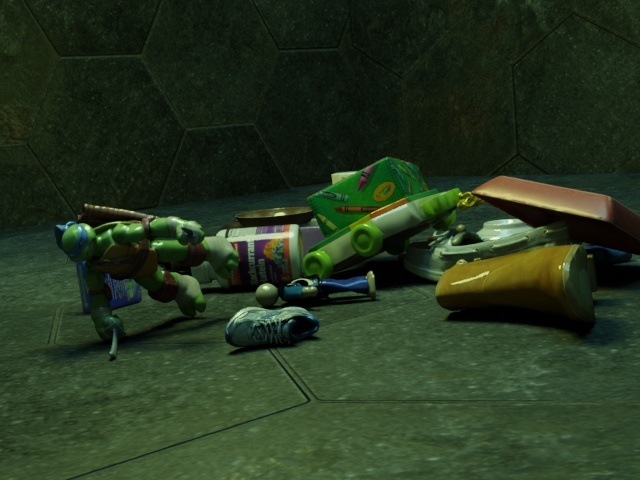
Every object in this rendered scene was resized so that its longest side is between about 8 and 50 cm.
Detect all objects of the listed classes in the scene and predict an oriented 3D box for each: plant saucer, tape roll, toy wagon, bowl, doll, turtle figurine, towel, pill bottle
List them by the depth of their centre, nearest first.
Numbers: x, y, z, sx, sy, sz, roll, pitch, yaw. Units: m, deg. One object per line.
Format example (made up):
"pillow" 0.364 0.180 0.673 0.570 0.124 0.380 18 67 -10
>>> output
"turtle figurine" -0.228 0.062 1.524 0.275 0.197 0.266 13 1 36
"doll" -0.009 0.077 1.685 0.189 0.046 0.129 -5 6 0
"plant saucer" 0.416 -0.040 1.725 0.258 0.047 0.259 16 -4 43
"towel" 0.472 0.025 1.840 0.120 0.029 0.067 -7 8 -17
"toy wagon" 0.133 -0.022 1.865 0.344 0.068 0.267 -31 -8 38
"pill bottle" -0.129 0.031 1.894 0.194 0.108 0.108 -5 7 5
"bowl" 0.330 0.006 1.899 0.170 0.080 0.170 -5 6 1
"plant saucer" -0.089 -0.045 2.169 0.169 0.029 0.168 -4 7 1
"tape roll" 0.000 0.000 2.186 0.189 0.080 0.189 -6 7 1

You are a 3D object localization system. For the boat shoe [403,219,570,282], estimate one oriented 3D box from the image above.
"boat shoe" 0.271 0.015 1.752 0.118 0.103 0.320 -11 9 -42

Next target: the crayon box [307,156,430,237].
"crayon box" 0.099 -0.076 1.969 0.165 0.081 0.278 -27 -6 15

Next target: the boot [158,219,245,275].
"boot" -0.239 0.014 2.185 0.207 0.090 0.248 -5 10 -20

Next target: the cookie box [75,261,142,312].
"cookie box" -0.359 0.069 1.811 0.040 0.091 0.107 -4 6 34

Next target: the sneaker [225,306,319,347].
"sneaker" -0.061 0.113 1.402 0.135 0.052 0.058 -10 12 -33

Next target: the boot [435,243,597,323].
"boot" 0.256 0.066 1.428 0.211 0.104 0.295 -8 0 17

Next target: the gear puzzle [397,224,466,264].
"gear puzzle" 0.244 0.010 2.068 0.176 0.044 0.339 -1 8 31

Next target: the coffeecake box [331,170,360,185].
"coffeecake box" 0.130 -0.108 2.731 0.186 0.142 0.068 -3 7 12

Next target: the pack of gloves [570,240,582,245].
"pack of gloves" 0.458 0.007 2.037 0.195 0.046 0.232 -7 -2 37
